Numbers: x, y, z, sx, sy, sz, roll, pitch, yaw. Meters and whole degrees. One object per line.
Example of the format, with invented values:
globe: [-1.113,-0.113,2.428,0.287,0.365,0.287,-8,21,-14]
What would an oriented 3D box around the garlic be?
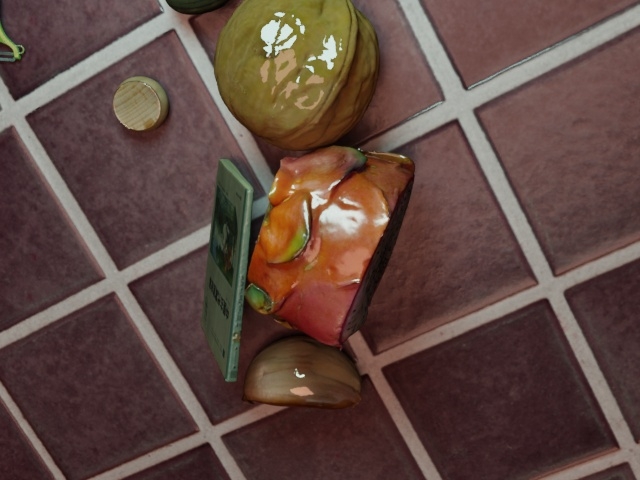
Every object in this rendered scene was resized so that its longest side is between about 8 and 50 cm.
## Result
garlic: [-0.043,0.209,1.226,0.207,0.128,0.115,-3,82,16]

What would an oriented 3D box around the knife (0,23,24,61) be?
knife: [-0.486,-0.355,1.161,0.078,0.022,0.166,5,108,2]

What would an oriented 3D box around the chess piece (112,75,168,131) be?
chess piece: [-0.271,-0.205,1.165,0.084,0.038,0.083,1,106,5]

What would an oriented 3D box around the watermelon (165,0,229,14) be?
watermelon: [-0.169,-0.357,1.084,0.111,0.078,0.078,-8,105,8]

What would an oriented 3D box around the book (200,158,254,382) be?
book: [-0.136,0.036,1.135,0.025,0.215,0.282,2,106,-18]

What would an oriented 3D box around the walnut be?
walnut: [-0.029,-0.235,1.040,0.228,0.228,0.227,2,106,8]

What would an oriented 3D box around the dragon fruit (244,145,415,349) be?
dragon fruit: [0.000,0.000,1.065,0.189,0.290,0.290,20,108,8]
